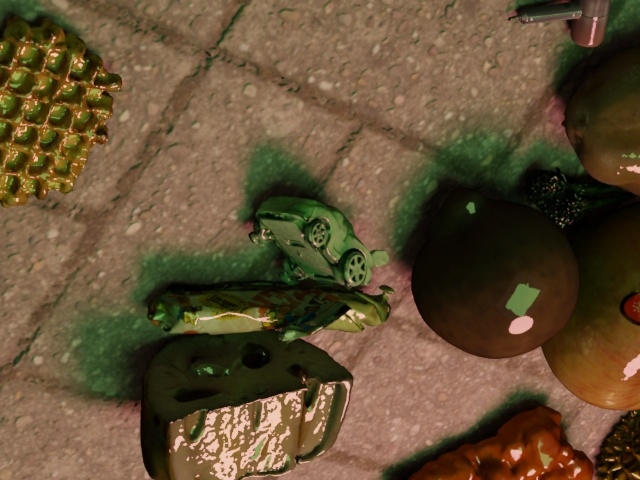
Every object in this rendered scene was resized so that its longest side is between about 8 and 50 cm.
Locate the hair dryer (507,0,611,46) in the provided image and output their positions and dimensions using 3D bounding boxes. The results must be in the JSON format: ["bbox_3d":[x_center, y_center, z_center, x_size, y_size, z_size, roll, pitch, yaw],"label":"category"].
[{"bbox_3d":[0.247,-0.233,1.450,0.114,0.037,0.063,-8,129,-15],"label":"hair dryer"}]

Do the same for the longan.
[{"bbox_3d":[0.188,0.033,1.535,0.185,0.159,0.204,-21,110,10],"label":"longan"}]

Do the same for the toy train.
[{"bbox_3d":[0.000,0.000,1.451,0.149,0.099,0.081,53,56,-37],"label":"toy train"}]

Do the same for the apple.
[{"bbox_3d":[0.376,0.076,1.638,0.261,0.194,0.261,-24,149,-16],"label":"apple"}]

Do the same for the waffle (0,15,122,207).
[{"bbox_3d":[-0.270,-0.111,1.236,0.191,0.038,0.191,-16,130,-20],"label":"waffle"}]

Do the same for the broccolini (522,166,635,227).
[{"bbox_3d":[0.318,-0.049,1.618,0.201,0.074,0.058,0,159,-43],"label":"broccolini"}]

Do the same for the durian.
[{"bbox_3d":[0.512,0.335,1.949,0.237,0.176,0.200,37,81,-32],"label":"durian"}]

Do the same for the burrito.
[{"bbox_3d":[-0.037,0.077,1.471,0.288,0.104,0.054,1,103,-31],"label":"burrito"}]

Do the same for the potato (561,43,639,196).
[{"bbox_3d":[0.382,-0.130,1.525,0.235,0.160,0.178,-4,88,-11],"label":"potato"}]

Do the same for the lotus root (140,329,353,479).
[{"bbox_3d":[-0.093,0.177,1.495,0.235,0.138,0.119,-5,131,-28],"label":"lotus root"}]

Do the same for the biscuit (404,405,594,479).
[{"bbox_3d":[0.231,0.386,1.860,0.312,0.110,0.318,-27,133,-8],"label":"biscuit"}]
